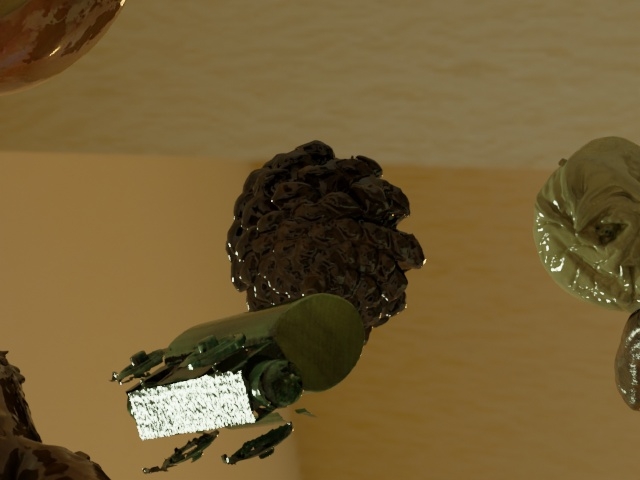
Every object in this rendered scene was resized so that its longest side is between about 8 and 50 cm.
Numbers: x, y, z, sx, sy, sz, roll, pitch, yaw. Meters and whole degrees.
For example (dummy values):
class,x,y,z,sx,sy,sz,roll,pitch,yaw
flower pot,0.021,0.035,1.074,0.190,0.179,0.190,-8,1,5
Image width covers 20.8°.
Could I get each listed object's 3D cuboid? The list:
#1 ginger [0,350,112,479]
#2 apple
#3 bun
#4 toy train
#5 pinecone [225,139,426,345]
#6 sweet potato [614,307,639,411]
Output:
class,x,y,z,sx,sy,sz,roll,pitch,yaw
ginger,-0.272,0.212,1.455,0.254,0.418,0.176,14,-68,-32
apple,-0.297,-0.257,1.599,0.242,0.241,0.242,31,-138,-33
bun,0.369,-0.016,2.158,0.145,0.229,0.229,-15,-75,-67
toy train,-0.077,0.139,1.693,0.189,0.307,0.126,-23,-88,-31
pinecone,-0.002,-0.007,2.075,0.243,0.243,0.257,46,-158,-48
sweet potato,0.379,0.131,2.022,0.273,0.075,0.075,75,-149,-62
